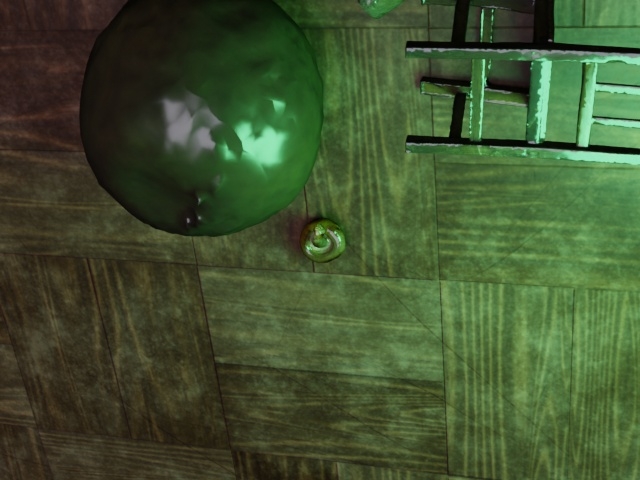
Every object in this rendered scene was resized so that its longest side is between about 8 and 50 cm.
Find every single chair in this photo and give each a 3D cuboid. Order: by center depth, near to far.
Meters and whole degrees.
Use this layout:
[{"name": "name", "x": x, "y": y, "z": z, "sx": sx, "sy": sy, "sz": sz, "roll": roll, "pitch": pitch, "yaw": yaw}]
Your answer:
[{"name": "chair", "x": 0.350, "y": -0.257, "z": 1.566, "sx": 0.416, "sy": 0.241, "sz": 0.203, "roll": 4, "pitch": 122, "yaw": 11}]

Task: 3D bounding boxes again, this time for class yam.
[{"name": "yam", "x": 0.133, "y": -0.429, "z": 1.615, "sx": 0.179, "sy": 0.078, "sz": 0.078, "roll": -34, "pitch": 106, "yaw": 31}]

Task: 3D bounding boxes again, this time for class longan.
[{"name": "longan", "x": -0.191, "y": -0.202, "z": 1.673, "sx": 0.404, "sy": 0.404, "sz": 0.436, "roll": 19, "pitch": 121, "yaw": 6}]

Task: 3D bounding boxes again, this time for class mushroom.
[{"name": "mushroom", "x": 0.007, "y": -0.008, "z": 1.910, "sx": 0.088, "sy": 0.073, "sz": 0.129, "roll": 35, "pitch": 160, "yaw": 11}]
